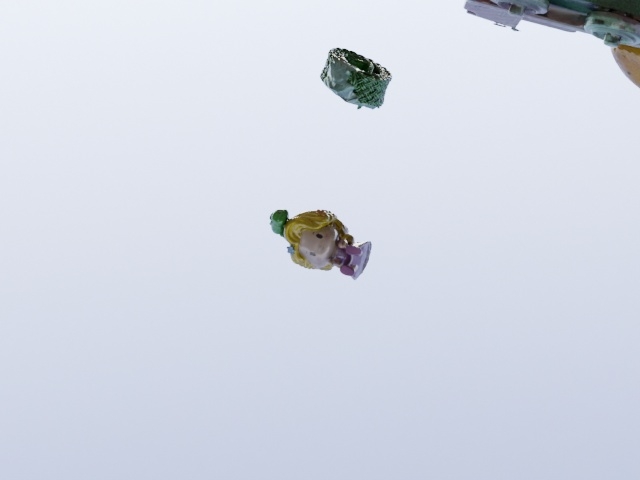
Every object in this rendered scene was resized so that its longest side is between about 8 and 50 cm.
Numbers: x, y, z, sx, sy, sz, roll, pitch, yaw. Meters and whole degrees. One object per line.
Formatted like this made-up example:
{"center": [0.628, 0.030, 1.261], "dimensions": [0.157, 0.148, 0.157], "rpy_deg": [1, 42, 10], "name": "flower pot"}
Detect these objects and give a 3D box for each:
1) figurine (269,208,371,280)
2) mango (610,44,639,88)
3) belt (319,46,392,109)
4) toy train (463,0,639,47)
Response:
{"center": [0.000, 0.000, 1.989], "dimensions": [0.156, 0.094, 0.115], "rpy_deg": [20, -178, 12], "name": "figurine"}
{"center": [0.524, -0.261, 2.006], "dimensions": [0.190, 0.098, 0.075], "rpy_deg": [28, -110, -5], "name": "mango"}
{"center": [0.060, -0.275, 2.297], "dimensions": [0.121, 0.079, 0.151], "rpy_deg": [17, -160, -16], "name": "belt"}
{"center": [0.349, -0.353, 1.849], "dimensions": [0.304, 0.150, 0.221], "rpy_deg": [16, 178, 1], "name": "toy train"}
